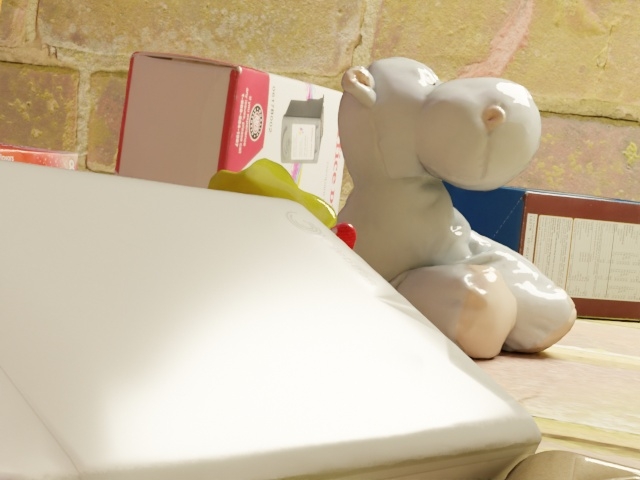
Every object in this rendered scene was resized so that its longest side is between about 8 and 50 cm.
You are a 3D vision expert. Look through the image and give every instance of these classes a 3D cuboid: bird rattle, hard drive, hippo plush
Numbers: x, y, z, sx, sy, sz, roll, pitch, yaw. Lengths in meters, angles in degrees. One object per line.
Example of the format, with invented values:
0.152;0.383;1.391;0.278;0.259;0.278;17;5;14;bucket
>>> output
-0.076;0.039;0.848;0.207;0.143;0.253;-5;17;1;bird rattle
-0.058;0.037;0.488;0.203;0.040;0.307;43;22;32;hard drive
0.092;-0.038;1.044;0.294;0.236;0.234;9;5;27;hippo plush

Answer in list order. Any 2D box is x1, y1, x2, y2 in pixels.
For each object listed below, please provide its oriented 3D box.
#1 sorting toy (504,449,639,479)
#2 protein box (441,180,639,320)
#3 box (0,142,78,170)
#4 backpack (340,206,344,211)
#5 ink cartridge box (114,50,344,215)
0.183;0.114;0.463;0.229;0.041;0.307;8;4;14;sorting toy
0.267;0.009;1.386;0.201;0.136;0.200;5;4;-23;protein box
-0.269;-0.003;0.728;0.122;0.128;0.257;9;5;18;box
0.071;0.009;1.332;0.098;0.101;0.120;18;6;33;backpack
-0.087;-0.068;1.251;0.131;0.226;0.306;9;5;23;ink cartridge box
